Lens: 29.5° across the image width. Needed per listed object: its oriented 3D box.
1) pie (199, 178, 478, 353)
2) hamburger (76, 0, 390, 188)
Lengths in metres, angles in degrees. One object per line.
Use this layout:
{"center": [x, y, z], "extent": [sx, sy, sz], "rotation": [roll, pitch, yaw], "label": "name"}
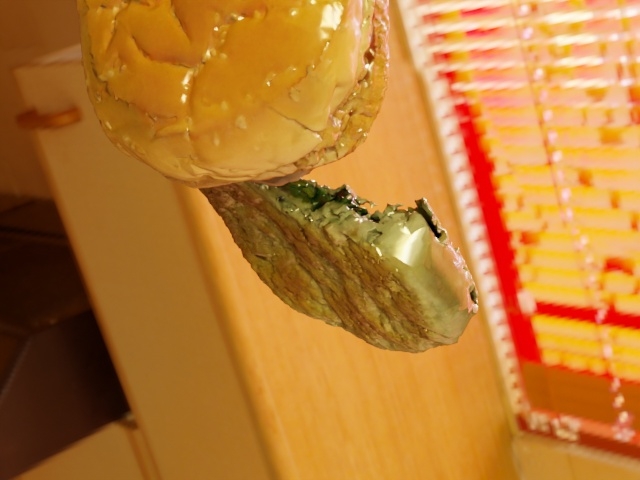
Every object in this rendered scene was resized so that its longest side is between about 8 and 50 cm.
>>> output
{"center": [0.000, 0.000, 1.233], "extent": [0.371, 0.296, 0.078], "rotation": [31, -114, 23], "label": "pie"}
{"center": [-0.065, -0.149, 0.849], "extent": [0.244, 0.244, 0.163], "rotation": [-10, -179, 22], "label": "hamburger"}
